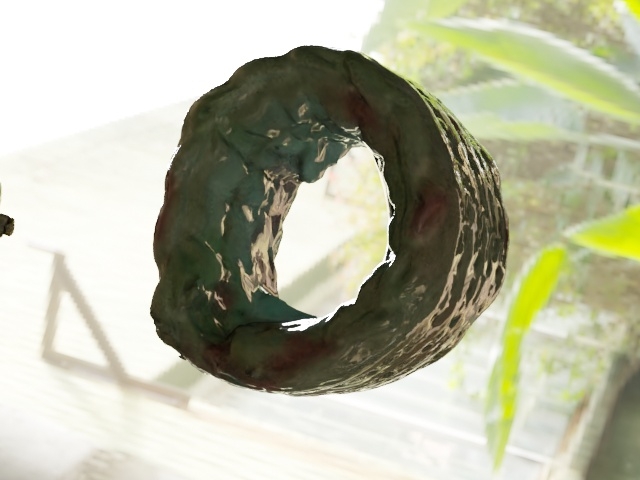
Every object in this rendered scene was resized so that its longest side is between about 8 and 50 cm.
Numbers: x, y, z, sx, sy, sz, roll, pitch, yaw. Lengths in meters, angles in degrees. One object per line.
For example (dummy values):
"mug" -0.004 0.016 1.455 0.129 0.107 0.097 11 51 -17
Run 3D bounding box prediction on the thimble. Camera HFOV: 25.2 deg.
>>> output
"thimble" 0.000 0.000 0.833 0.211 0.185 0.149 -46 -21 10

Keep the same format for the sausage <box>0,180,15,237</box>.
"sausage" -0.440 -0.076 1.310 0.123 0.347 0.123 -48 28 36
